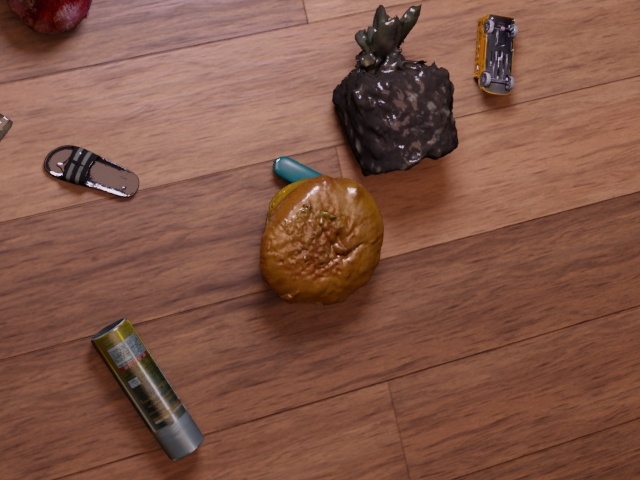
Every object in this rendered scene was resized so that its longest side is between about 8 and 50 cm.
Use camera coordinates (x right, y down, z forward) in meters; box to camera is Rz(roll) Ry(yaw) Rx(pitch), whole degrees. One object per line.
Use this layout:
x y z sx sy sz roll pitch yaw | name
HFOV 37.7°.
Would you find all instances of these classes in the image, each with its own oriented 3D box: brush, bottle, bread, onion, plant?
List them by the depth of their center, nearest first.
-0.480 -0.441 1.651 0.160 0.195 0.159 -4 103 -16 | onion
-0.632 -0.150 1.713 0.034 0.027 0.190 37 83 -16 | brush
-0.328 0.286 1.790 0.082 0.082 0.286 -33 100 -11 | bottle
0.135 -0.293 1.808 0.213 0.215 0.312 -22 104 -16 | plant
0.000 0.000 1.819 0.268 0.146 0.268 -4 105 -16 | bread
-0.015 -0.117 1.879 0.193 0.032 0.043 25 86 -27 | brush

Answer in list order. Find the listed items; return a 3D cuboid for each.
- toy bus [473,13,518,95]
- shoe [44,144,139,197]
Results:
0.356 -0.380 1.935 0.070 0.074 0.162 4 90 -22 | toy bus
-0.426 -0.130 1.757 0.179 0.049 0.071 20 87 -15 | shoe
